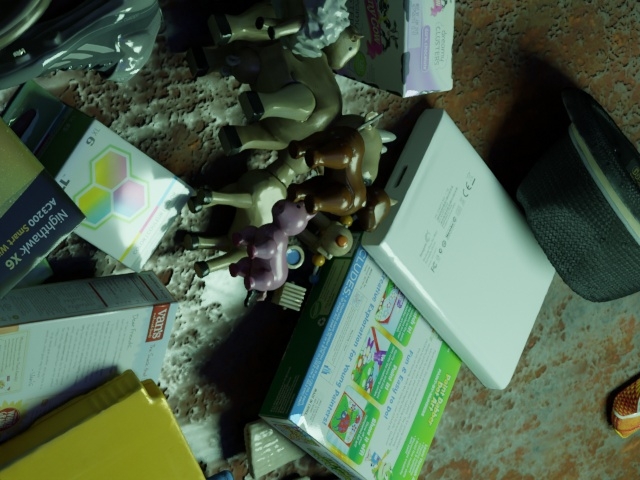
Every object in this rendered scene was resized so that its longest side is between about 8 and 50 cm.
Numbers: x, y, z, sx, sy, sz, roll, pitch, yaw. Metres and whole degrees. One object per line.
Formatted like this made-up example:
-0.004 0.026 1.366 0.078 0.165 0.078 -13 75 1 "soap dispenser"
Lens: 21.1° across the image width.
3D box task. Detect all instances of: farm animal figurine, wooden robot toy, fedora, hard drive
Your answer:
-0.025 -0.114 1.818 0.172 0.330 0.327 -11 85 -31 "farm animal figurine"
0.000 0.000 1.952 0.076 0.079 0.173 37 81 -20 "wooden robot toy"
0.350 -0.026 2.140 0.152 0.334 0.334 -35 131 15 "fedora"
0.176 0.014 2.090 0.307 0.040 0.203 49 56 -38 "hard drive"

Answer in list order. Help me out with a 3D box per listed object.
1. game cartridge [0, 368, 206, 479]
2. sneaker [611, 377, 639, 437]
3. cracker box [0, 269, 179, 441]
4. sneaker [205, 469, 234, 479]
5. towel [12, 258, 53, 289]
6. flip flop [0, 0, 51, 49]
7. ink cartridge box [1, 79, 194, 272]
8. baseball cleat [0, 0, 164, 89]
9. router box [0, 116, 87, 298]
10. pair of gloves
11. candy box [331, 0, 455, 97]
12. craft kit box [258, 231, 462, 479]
-0.276 0.312 1.837 0.324 0.053 0.285 -31 130 -13 "game cartridge"
0.477 0.217 2.433 0.175 0.064 0.067 -26 141 -22 "sneaker"
-0.275 0.122 1.785 0.232 0.067 0.155 -6 128 -35 "cracker box"
-0.091 0.359 2.039 0.082 0.069 0.209 -42 127 -21 "sneaker"
-0.353 0.036 1.745 0.152 0.023 0.113 -36 126 -21 "towel"
-0.262 -0.267 1.539 0.277 0.112 0.080 -42 128 3 "flip flop"
-0.241 -0.065 1.766 0.209 0.062 0.109 37 84 -39 "ink cartridge box"
-0.240 -0.186 1.716 0.206 0.072 0.109 -34 131 -18 "baseball cleat"
-0.414 -0.010 1.605 0.309 0.081 0.243 -45 111 -15 "router box"
-0.002 0.272 2.092 0.204 0.042 0.240 -30 125 -29 "pair of gloves"
0.058 -0.256 1.833 0.070 0.196 0.165 -13 114 -34 "candy box"
0.060 0.156 2.039 0.246 0.061 0.250 41 62 -37 "craft kit box"
